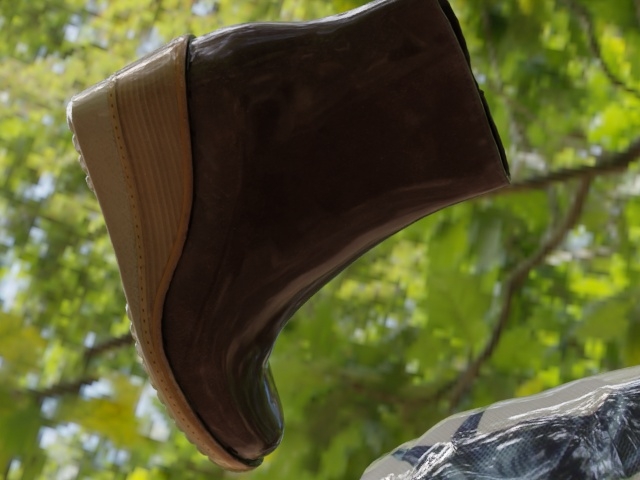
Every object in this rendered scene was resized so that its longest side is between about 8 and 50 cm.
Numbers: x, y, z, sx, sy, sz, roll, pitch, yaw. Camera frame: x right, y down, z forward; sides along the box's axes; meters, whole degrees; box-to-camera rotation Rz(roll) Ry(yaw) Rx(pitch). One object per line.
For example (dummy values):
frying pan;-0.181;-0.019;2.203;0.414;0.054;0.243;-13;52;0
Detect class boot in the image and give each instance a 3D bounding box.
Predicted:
boot;0.000;0.000;0.966;0.207;0.090;0.248;-14;-66;11

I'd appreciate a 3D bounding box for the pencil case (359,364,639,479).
pencil case;0.198;0.116;0.723;0.410;0.160;0.183;-19;-46;26
